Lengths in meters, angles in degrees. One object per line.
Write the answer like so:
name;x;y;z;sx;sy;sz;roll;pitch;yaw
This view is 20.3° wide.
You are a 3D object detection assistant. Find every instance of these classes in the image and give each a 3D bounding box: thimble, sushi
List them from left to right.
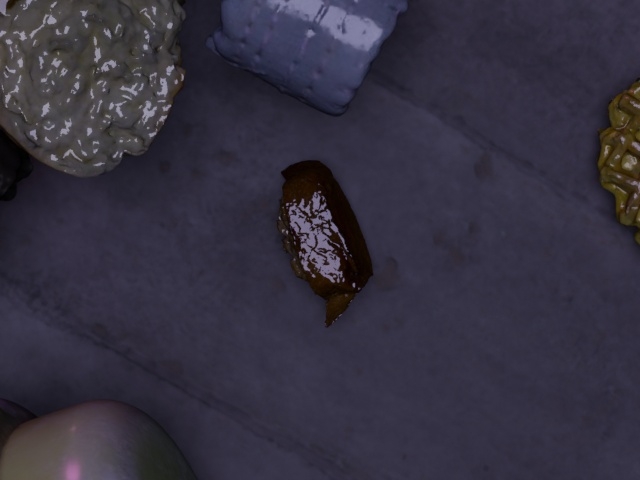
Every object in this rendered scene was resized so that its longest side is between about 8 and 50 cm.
thimble;-0.004;-0.168;1.281;0.118;0.151;0.127;28;102;-2
sushi;0.000;0.000;1.333;0.055;0.052;0.120;-23;94;17

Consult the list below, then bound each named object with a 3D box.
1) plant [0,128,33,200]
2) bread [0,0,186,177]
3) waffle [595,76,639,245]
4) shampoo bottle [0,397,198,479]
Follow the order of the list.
plant;-0.344;-0.087;1.278;0.274;0.146;0.149;38;92;-1
bread;-0.152;-0.217;1.253;0.171;0.192;0.314;24;100;-22
waffle;0.298;-0.072;1.339;0.194;0.051;0.149;-31;91;-6
shampoo bottle;-0.223;0.271;1.198;0.317;0.322;0.322;-22;91;5
